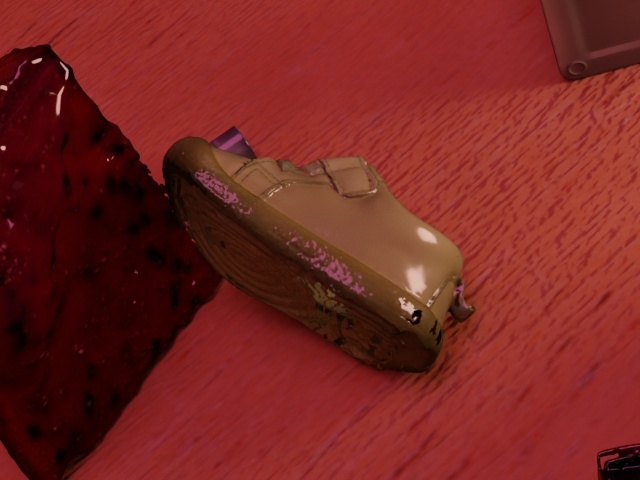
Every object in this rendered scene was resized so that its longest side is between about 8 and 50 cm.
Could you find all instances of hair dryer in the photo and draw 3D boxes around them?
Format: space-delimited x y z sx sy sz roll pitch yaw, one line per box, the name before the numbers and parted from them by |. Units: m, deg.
hair dryer | -0.073 -0.048 1.148 0.063 0.037 0.114 -36 55 -5

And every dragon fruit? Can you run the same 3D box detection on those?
dragon fruit | -0.206 -0.026 1.038 0.240 0.330 0.302 -15 43 -18

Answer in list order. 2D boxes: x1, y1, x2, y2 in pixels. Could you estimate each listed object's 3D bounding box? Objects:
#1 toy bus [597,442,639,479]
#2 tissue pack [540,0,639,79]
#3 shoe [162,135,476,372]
toy bus | 0.204 0.239 0.751 0.074 0.096 0.235 -7 52 19
tissue pack | 0.297 -0.258 1.069 0.246 0.159 0.136 -13 51 13
shoe | -0.005 0.005 0.996 0.262 0.140 0.128 36 53 15
